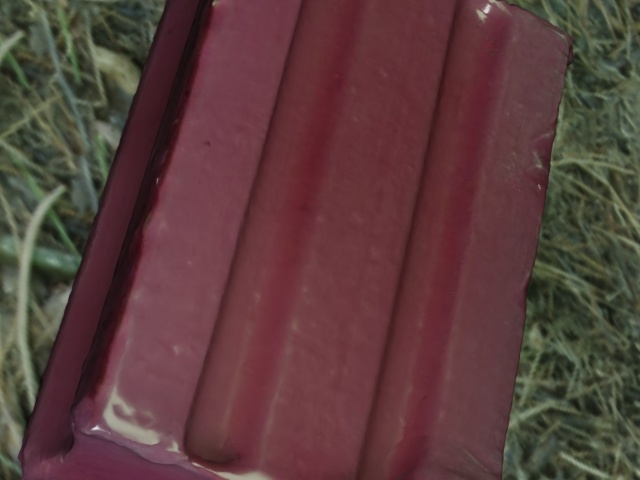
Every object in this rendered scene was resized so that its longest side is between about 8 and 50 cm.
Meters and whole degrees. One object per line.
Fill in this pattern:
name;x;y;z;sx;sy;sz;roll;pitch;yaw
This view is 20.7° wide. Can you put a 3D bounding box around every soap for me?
soap;0.000;0.000;0.964;0.233;0.128;0.360;25;57;-18
